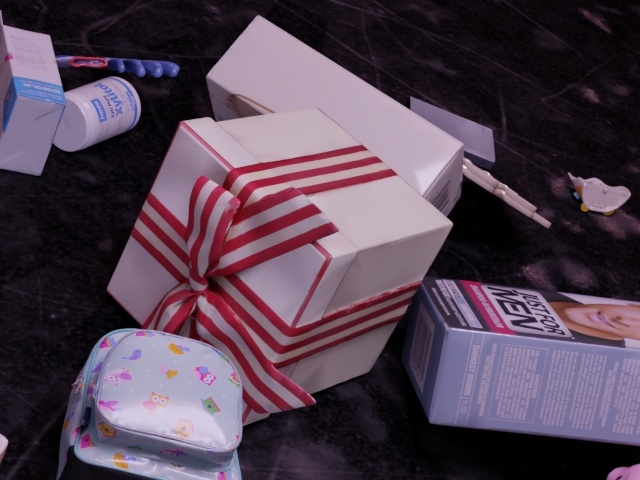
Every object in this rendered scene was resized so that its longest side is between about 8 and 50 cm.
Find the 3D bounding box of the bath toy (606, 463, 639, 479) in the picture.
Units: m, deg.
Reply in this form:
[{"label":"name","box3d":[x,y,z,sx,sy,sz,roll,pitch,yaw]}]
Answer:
[{"label":"bath toy","box3d":[0.361,0.289,1.599,0.348,0.129,0.151,-5,44,-40]}]

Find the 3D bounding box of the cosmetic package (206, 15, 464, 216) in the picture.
[{"label":"cosmetic package","box3d":[0.020,-0.126,1.875,0.309,0.160,0.113,32,72,17]}]

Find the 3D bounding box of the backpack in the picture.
[{"label":"backpack","box3d":[-0.150,0.162,1.389,0.166,0.144,0.188,13,31,-12]}]

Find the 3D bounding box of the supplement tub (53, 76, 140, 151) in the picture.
[{"label":"supplement tub","box3d":[-0.271,-0.151,1.816,0.071,0.071,0.107,36,32,14]}]

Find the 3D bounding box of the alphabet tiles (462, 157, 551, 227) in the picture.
[{"label":"alphabet tiles","box3d":[0.176,-0.108,2.015,0.278,0.021,0.284,30,7,-27]}]

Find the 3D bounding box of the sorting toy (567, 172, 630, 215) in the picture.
[{"label":"sorting toy","box3d":[0.398,-0.076,2.240,0.083,0.045,0.075,10,28,-25]}]

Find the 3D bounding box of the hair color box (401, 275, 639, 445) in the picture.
[{"label":"hair color box","box3d":[0.292,0.135,1.663,0.374,0.113,0.185,7,15,-9]}]

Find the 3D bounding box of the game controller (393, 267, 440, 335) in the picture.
[{"label":"game controller","box3d":[0.000,0.000,1.826,0.319,0.067,0.166,35,18,11]}]

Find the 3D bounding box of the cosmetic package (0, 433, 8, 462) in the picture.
[{"label":"cosmetic package","box3d":[-0.334,0.230,1.005,0.153,0.296,0.129,30,31,2]}]

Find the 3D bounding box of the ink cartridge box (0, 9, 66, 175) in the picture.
[{"label":"ink cartridge box","box3d":[-0.347,-0.173,1.757,0.061,0.104,0.181,10,36,-27]}]

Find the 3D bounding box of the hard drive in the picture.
[{"label":"hard drive","box3d":[0.186,-0.156,2.209,0.135,0.022,0.094,21,32,-11]}]

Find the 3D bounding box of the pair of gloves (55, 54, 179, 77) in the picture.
[{"label":"pair of gloves","box3d":[-0.279,-0.216,1.881,0.198,0.023,0.159,-2,8,-36]}]

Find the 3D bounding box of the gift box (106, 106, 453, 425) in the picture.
[{"label":"gift box","box3d":[-0.036,0.023,1.568,0.276,0.255,0.258,38,31,28]}]
